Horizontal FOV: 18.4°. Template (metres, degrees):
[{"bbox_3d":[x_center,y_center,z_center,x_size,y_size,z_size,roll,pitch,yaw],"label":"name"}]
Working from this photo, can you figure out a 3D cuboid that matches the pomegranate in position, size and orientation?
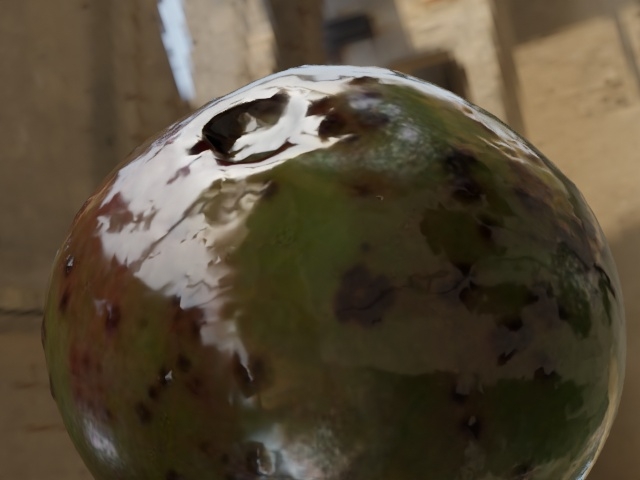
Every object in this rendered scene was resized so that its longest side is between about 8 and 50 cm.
[{"bbox_3d":[0.025,0.076,0.845,0.242,0.242,0.306,-40,-73,-52],"label":"pomegranate"}]
